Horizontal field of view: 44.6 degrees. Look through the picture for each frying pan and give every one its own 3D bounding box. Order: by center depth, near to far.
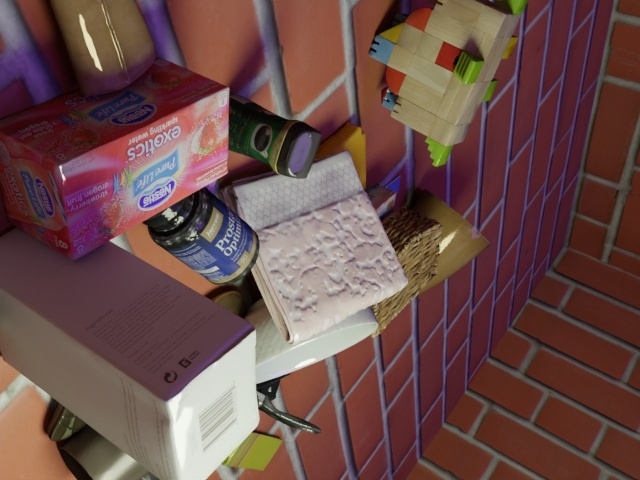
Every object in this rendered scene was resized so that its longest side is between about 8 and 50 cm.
[{"bbox_3d":[-0.149,0.296,1.522,0.197,0.326,0.053,98,2,-57],"label":"frying pan"}]

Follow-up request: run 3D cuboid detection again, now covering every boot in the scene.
[{"bbox_3d":[-0.310,-0.281,0.940,0.236,0.089,0.269,-46,150,-29],"label":"boot"}]

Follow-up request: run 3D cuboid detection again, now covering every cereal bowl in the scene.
[{"bbox_3d":[-0.057,0.183,1.647,0.339,0.141,0.339,-22,165,-6],"label":"cereal bowl"}]

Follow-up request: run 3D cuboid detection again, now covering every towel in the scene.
[{"bbox_3d":[0.000,0.000,1.503,0.332,0.316,0.053,-22,177,-40],"label":"towel"},{"bbox_3d":[-0.171,0.534,1.985,0.102,0.021,0.237,-55,153,-5],"label":"towel"}]

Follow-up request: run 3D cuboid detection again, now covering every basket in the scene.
[{"bbox_3d":[-0.332,0.343,1.392,0.227,0.154,0.204,-39,158,-33],"label":"basket"},{"bbox_3d":[0.120,0.039,1.837,0.299,0.223,0.213,-39,143,-36],"label":"basket"}]

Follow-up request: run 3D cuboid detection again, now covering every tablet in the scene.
[{"bbox_3d":[0.182,-0.131,2.028,0.083,0.006,0.054,-38,144,-39],"label":"tablet"}]

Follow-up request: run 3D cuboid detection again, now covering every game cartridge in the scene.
[{"bbox_3d":[-0.006,-0.070,1.714,0.323,0.053,0.285,-46,149,-35],"label":"game cartridge"}]

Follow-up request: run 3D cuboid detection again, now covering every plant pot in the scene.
[{"bbox_3d":[0.296,0.029,2.165,0.254,0.237,0.237,-50,153,3],"label":"plant pot"}]

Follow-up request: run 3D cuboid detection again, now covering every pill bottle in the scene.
[{"bbox_3d":[-0.206,-0.022,1.293,0.122,0.123,0.219,-58,140,-10],"label":"pill bottle"}]

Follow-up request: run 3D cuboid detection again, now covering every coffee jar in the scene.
[{"bbox_3d":[-0.089,-0.173,1.314,0.079,0.184,0.096,-2,116,-60],"label":"coffee jar"}]

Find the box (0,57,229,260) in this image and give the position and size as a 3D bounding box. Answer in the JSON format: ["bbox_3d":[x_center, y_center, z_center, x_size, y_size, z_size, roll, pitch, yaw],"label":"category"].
[{"bbox_3d":[-0.276,-0.121,1.079,0.300,0.142,0.154,-36,143,-42],"label":"box"}]

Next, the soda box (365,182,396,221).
[{"bbox_3d":[0.100,-0.061,1.786,0.183,0.063,0.058,-38,146,-43],"label":"soda box"}]

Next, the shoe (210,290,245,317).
[{"bbox_3d":[-0.230,0.165,1.521,0.219,0.058,0.076,-40,114,-45],"label":"shoe"}]

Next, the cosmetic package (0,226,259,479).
[{"bbox_3d":[-0.276,0.138,1.045,0.156,0.385,0.217,-39,147,-37],"label":"cosmetic package"}]

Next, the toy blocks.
[{"bbox_3d":[0.230,-0.387,1.636,0.191,0.261,0.381,-23,140,-55],"label":"toy blocks"}]

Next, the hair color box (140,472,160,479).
[{"bbox_3d":[-0.417,0.608,1.518,0.185,0.110,0.338,-25,136,-49],"label":"hair color box"}]

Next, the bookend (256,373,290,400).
[{"bbox_3d":[-0.160,0.374,1.800,0.156,0.072,0.157,-13,125,-57],"label":"bookend"}]

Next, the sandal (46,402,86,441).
[{"bbox_3d":[-0.392,0.239,1.297,0.090,0.060,0.219,8,121,-56],"label":"sandal"}]

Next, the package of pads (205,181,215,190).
[{"bbox_3d":[-0.193,-0.130,1.318,0.032,0.050,0.083,0,114,-55],"label":"package of pads"}]
